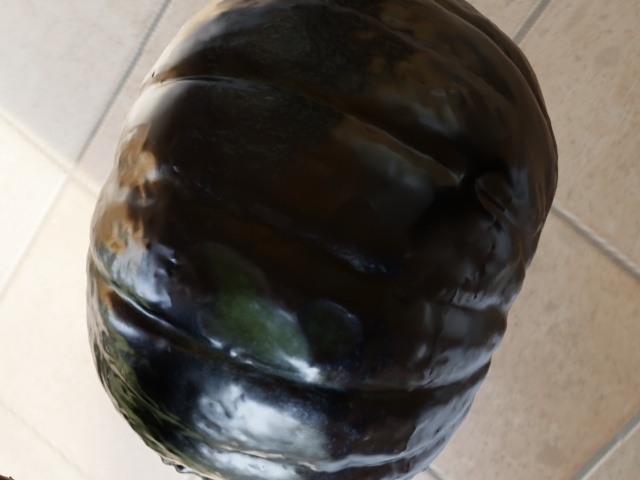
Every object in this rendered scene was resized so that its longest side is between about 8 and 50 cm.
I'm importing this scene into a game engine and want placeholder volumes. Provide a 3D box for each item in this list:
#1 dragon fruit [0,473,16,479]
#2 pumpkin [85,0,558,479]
[{"bbox_3d":[-0.274,0.219,0.622,0.290,0.291,0.189,-23,105,25],"label":"dragon fruit"},{"bbox_3d":[0.000,0.000,0.754,0.266,0.363,0.363,19,112,3],"label":"pumpkin"}]
